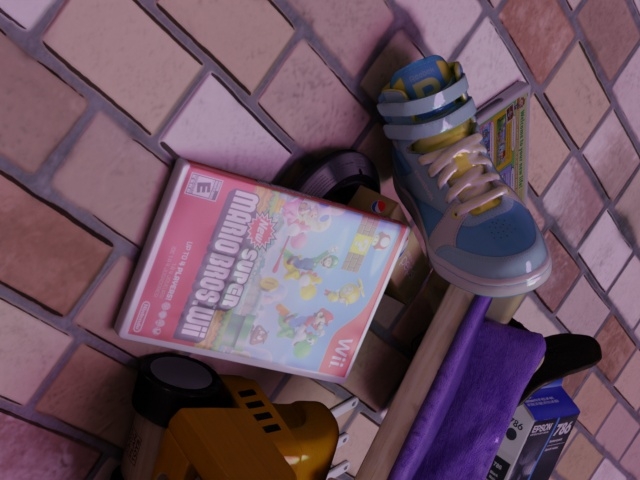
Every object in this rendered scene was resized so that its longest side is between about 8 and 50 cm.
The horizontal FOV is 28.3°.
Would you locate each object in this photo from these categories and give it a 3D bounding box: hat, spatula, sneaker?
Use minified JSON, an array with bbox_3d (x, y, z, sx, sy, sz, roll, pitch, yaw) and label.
[{"bbox_3d":[0.220,0.151,1.765,0.331,0.331,0.133,-26,94,-38],"label":"hat"},{"bbox_3d":[-0.034,0.308,1.726,0.242,0.019,0.168,-23,131,-39],"label":"spatula"},{"bbox_3d":[0.149,-0.087,1.431,0.127,0.319,0.208,-23,127,-10],"label":"sneaker"}]

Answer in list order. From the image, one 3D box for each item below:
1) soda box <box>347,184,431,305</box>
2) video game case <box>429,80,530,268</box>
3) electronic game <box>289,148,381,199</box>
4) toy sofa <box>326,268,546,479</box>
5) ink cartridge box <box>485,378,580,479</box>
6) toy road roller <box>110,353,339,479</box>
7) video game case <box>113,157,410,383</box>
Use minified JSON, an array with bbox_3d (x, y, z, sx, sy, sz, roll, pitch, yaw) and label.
[{"bbox_3d":[0.078,0.009,1.534,0.061,0.058,0.181,-56,150,-14],"label":"soda box"},{"bbox_3d":[0.216,-0.087,1.729,0.193,0.023,0.212,-35,138,-29],"label":"video game case"},{"bbox_3d":[0.000,0.000,1.509,0.229,0.048,0.229,-40,144,-37],"label":"electronic game"},{"bbox_3d":[0.149,0.200,1.506,0.362,0.177,0.150,-61,171,-26],"label":"toy sofa"},{"bbox_3d":[0.352,0.374,2.208,0.165,0.065,0.332,0,115,-50],"label":"ink cartridge box"},{"bbox_3d":[-0.077,0.272,1.386,0.241,0.329,0.202,6,112,-28],"label":"toy road roller"},{"bbox_3d":[-0.060,0.040,1.387,0.285,0.025,0.204,15,105,-28],"label":"video game case"}]
